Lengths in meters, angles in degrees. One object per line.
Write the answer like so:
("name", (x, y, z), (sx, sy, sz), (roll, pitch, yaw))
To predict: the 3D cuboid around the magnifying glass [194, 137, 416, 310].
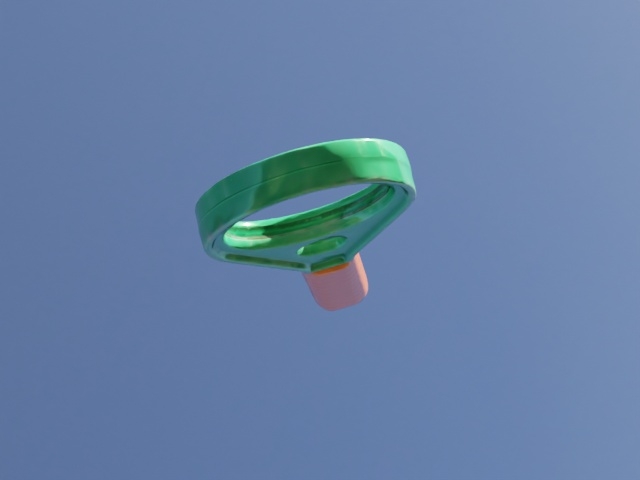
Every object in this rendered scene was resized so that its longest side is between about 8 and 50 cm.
("magnifying glass", (0.000, 0.000, 0.784), (0.092, 0.231, 0.026), (-17, -102, 1))
